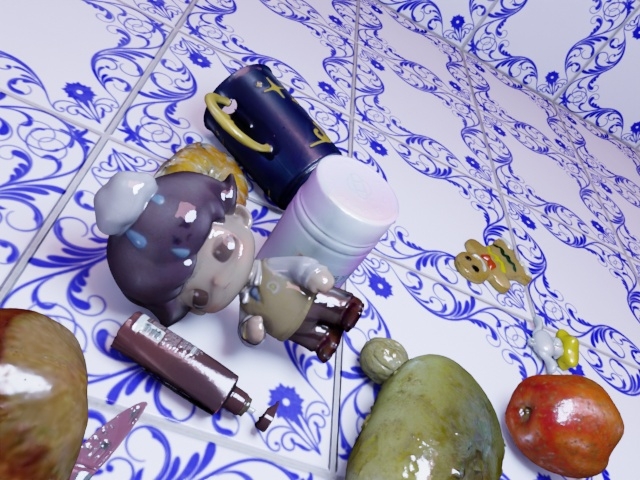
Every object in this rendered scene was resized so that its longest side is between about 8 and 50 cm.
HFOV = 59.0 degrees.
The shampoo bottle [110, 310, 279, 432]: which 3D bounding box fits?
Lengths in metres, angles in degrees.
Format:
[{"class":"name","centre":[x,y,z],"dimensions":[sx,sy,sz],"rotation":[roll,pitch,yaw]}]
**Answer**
[{"class":"shampoo bottle","centre":[-0.166,0.183,0.767],"dimensions":[0.236,0.067,0.068],"rotation":[35,57,-3]}]

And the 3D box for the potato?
[{"class":"potato","centre":[0.146,0.298,0.788],"dimensions":[0.210,0.173,0.307],"rotation":[56,40,-6]}]

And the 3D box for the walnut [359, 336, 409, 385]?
[{"class":"walnut","centre":[0.107,0.201,0.937],"dimensions":[0.092,0.092,0.092],"rotation":[20,41,-19]}]

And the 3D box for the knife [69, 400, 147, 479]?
[{"class":"knife","centre":[-0.278,0.265,0.639],"dimensions":[0.035,0.018,0.247],"rotation":[34,35,3]}]

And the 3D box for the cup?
[{"class":"cup","centre":[-0.116,-0.185,1.099],"dimensions":[0.255,0.178,0.256],"rotation":[-26,70,-43]}]

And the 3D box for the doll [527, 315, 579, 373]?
[{"class":"doll","centre":[0.500,0.231,1.213],"dimensions":[0.113,0.071,0.135],"rotation":[30,43,5]}]

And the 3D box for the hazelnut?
[{"class":"hazelnut","centre":[-0.336,0.165,0.565],"dimensions":[0.210,0.186,0.210],"rotation":[24,52,-34]}]

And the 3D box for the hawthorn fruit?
[{"class":"hawthorn fruit","centre":[0.418,0.315,0.983],"dimensions":[0.189,0.189,0.189],"rotation":[20,41,-19]}]

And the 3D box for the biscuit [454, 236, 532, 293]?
[{"class":"biscuit","centre":[0.411,0.054,1.351],"dimensions":[0.241,0.035,0.158],"rotation":[-6,52,-41]}]

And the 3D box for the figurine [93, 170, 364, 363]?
[{"class":"figurine","centre":[-0.131,0.056,0.796],"dimensions":[0.365,0.218,0.206],"rotation":[36,35,5]}]

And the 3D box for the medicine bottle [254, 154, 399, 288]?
[{"class":"medicine bottle","centre":[0.000,0.000,0.923],"dimensions":[0.152,0.254,0.152],"rotation":[20,42,-19]}]

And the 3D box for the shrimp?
[{"class":"shrimp","centre":[-0.221,-0.076,0.996],"dimensions":[0.164,0.062,0.316],"rotation":[36,35,-4]}]
